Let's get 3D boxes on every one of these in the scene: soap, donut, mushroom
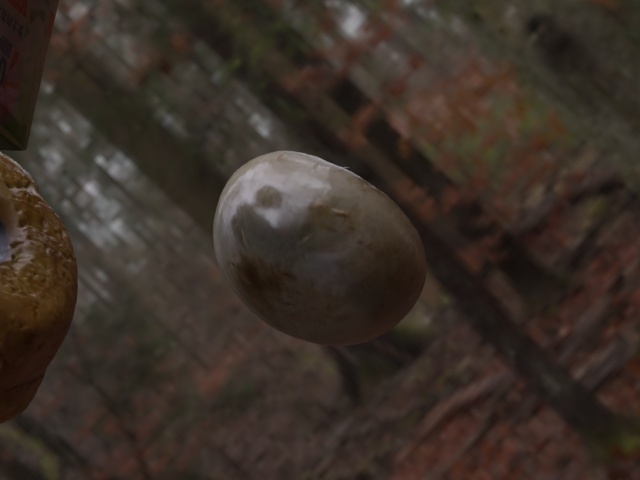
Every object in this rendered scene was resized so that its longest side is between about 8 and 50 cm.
[{"bbox_3d":[-0.333,-0.192,1.603,0.199,0.138,0.182,47,-127,-69],"label":"soap"},{"bbox_3d":[-0.362,0.022,1.713,0.150,0.317,0.299,-47,-26,23],"label":"donut"},{"bbox_3d":[0.000,0.000,1.835,0.226,0.226,0.178,122,173,-60],"label":"mushroom"}]
